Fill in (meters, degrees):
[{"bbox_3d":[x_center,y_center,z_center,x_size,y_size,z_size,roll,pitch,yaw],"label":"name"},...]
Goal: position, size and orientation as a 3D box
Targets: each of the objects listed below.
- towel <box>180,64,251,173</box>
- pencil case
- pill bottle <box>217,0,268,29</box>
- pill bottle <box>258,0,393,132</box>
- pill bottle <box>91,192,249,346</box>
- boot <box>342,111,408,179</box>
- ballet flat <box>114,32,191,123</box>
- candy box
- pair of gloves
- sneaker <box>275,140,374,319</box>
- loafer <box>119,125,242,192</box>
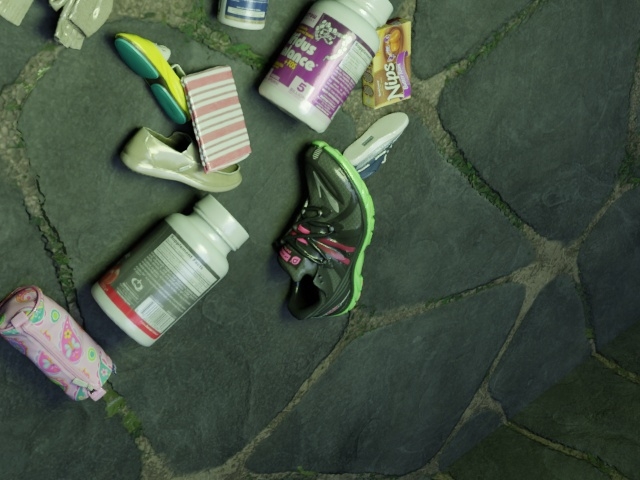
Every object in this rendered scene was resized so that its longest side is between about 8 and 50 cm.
[{"bbox_3d":[-0.210,-0.245,1.517,0.144,0.029,0.197,-33,115,-53],"label":"towel"},{"bbox_3d":[-0.542,0.217,1.550,0.124,0.124,0.284,-39,132,-12],"label":"pencil case"},{"bbox_3d":[-0.140,-0.497,1.440,0.094,0.094,0.169,-6,119,-35],"label":"pill bottle"},{"bbox_3d":[0.017,-0.390,1.572,0.169,0.169,0.301,30,95,-44],"label":"pill bottle"},{"bbox_3d":[-0.308,0.055,1.589,0.318,0.176,0.176,-44,133,-7],"label":"pill bottle"},{"bbox_3d":[0.142,-0.229,1.842,0.190,0.069,0.086,-36,140,-3],"label":"boot"},{"bbox_3d":[-0.306,-0.325,1.444,0.077,0.077,0.231,-59,140,-23],"label":"ballet flat"},{"bbox_3d":[0.152,-0.409,1.744,0.109,0.053,0.186,-22,126,-26],"label":"candy box"},{"bbox_3d":[-0.433,-0.436,1.250,0.204,0.042,0.240,-63,157,5],"label":"pair of gloves"},{"bbox_3d":[0.000,0.000,1.785,0.202,0.185,0.483,-21,126,-31],"label":"sneaker"},{"bbox_3d":[-0.269,-0.167,1.536,0.268,0.102,0.092,7,117,-39],"label":"loafer"}]
